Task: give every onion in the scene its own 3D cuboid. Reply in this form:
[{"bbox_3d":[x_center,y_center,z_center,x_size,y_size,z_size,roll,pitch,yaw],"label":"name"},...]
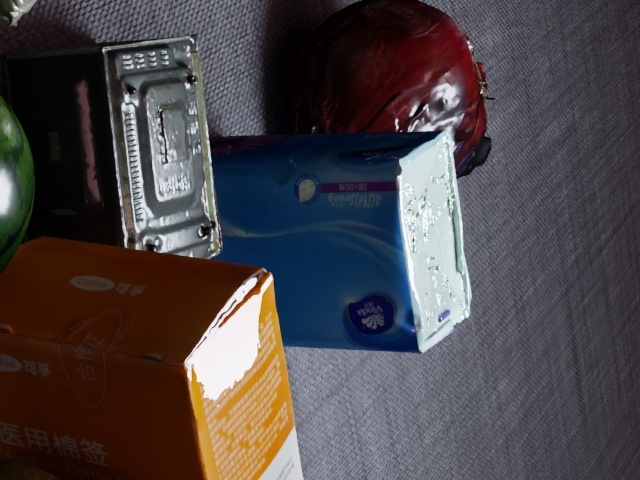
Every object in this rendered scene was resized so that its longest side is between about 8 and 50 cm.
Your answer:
[{"bbox_3d":[0.085,-0.153,1.739,0.281,0.221,0.281,-45,154,-29],"label":"onion"}]

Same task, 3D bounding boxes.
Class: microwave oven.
[{"bbox_3d":[-0.176,-0.072,1.350,0.163,0.129,0.205,-23,110,-60],"label":"microwave oven"}]

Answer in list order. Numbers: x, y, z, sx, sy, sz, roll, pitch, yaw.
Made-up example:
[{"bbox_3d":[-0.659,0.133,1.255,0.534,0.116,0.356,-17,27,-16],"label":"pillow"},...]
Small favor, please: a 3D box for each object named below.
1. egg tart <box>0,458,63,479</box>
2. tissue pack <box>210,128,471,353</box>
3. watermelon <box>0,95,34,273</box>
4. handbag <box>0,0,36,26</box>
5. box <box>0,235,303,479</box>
[{"bbox_3d":[-0.236,0.288,1.190,0.147,0.202,0.202,-41,126,-42],"label":"egg tart"},{"bbox_3d":[0.000,0.000,1.524,0.146,0.263,0.198,-32,118,-57],"label":"tissue pack"},{"bbox_3d":[-0.286,-0.046,1.155,0.204,0.127,0.232,68,34,-41],"label":"watermelon"},{"bbox_3d":[-0.262,-0.266,1.231,0.117,0.095,0.173,19,71,-56],"label":"handbag"},{"bbox_3d":[-0.145,0.177,1.274,0.143,0.225,0.341,-50,140,-49],"label":"box"}]
